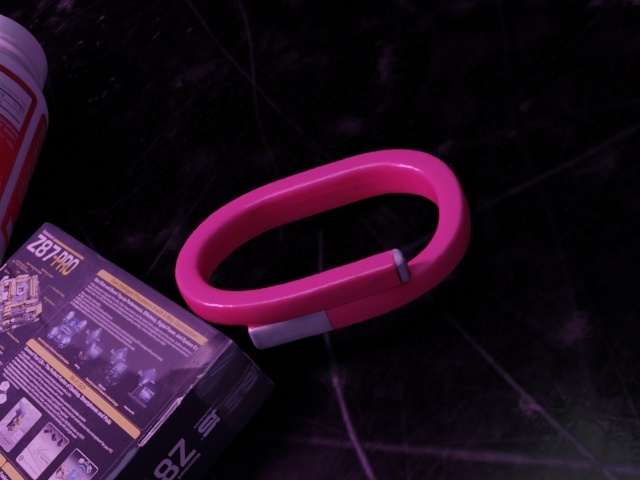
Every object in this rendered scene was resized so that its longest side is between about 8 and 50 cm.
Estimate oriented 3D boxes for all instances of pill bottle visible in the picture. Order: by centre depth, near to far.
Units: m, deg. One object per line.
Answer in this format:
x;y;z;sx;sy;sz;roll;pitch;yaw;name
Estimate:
-0.499;-0.122;1.369;0.229;0.229;0.407;-18;43;22;pill bottle

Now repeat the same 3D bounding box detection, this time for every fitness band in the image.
0.000;0.000;0.986;0.291;0.054;0.209;-17;36;8;fitness band

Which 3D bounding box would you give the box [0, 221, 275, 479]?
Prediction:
-0.279;0.169;1.034;0.395;0.097;0.318;24;69;46;box
